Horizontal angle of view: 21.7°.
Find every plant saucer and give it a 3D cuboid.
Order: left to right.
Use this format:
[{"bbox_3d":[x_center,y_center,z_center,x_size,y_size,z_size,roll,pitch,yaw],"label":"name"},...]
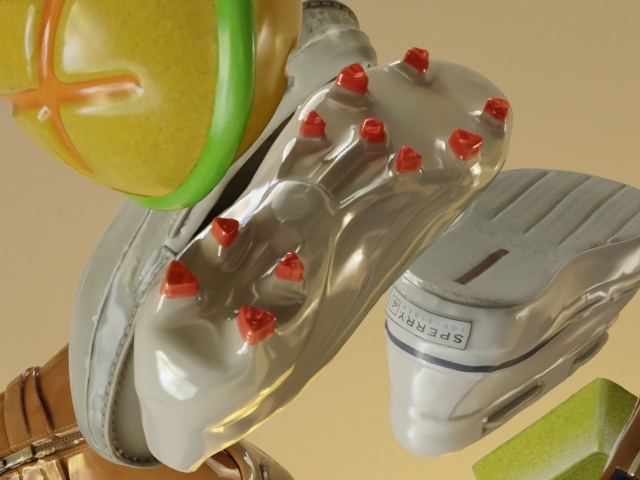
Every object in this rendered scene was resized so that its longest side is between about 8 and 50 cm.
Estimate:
[{"bbox_3d":[0.243,0.215,1.375,0.188,0.188,0.045,34,-133,-11],"label":"plant saucer"}]

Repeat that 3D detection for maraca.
[{"bbox_3d":[-0.067,-0.097,0.512,0.099,0.127,0.186,-10,-114,-35],"label":"maraca"}]

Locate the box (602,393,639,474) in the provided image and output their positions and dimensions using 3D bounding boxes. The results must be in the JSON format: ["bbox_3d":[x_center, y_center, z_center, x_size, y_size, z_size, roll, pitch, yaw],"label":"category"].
[{"bbox_3d":[0.270,0.165,0.866,0.167,0.203,0.168,33,-104,-37],"label":"box"}]

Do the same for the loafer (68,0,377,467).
[{"bbox_3d":[-0.058,0.006,0.949,0.112,0.319,0.111,-1,-148,-39],"label":"loafer"}]

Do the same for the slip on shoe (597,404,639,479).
[{"bbox_3d":[0.111,0.103,0.590,0.041,0.051,0.135,35,-93,-42],"label":"slip on shoe"}]

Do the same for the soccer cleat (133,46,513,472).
[{"bbox_3d":[0.000,0.000,0.570,0.068,0.076,0.196,33,-133,15],"label":"soccer cleat"}]

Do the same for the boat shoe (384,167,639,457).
[{"bbox_3d":[0.081,0.025,0.712,0.083,0.076,0.226,24,-157,26],"label":"boat shoe"}]

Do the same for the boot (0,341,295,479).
[{"bbox_3d":[-0.131,0.187,1.161,0.220,0.109,0.283,-26,-112,11],"label":"boot"}]
